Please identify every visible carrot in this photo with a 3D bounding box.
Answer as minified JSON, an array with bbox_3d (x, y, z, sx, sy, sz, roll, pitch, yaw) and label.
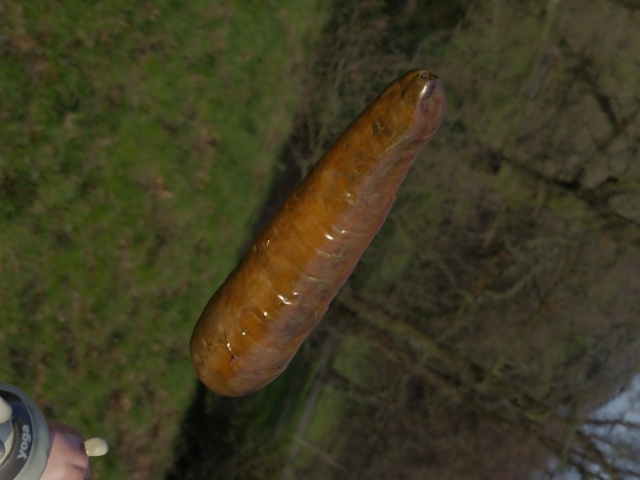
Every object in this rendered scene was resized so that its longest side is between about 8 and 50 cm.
[{"bbox_3d":[0.000,0.000,0.495,0.191,0.047,0.047,-52,176,37],"label":"carrot"}]

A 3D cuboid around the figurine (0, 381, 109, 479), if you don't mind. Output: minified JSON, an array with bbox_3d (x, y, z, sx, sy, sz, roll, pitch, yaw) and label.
[{"bbox_3d":[-0.152,0.093,0.584,0.098,0.081,0.146,-5,170,-40],"label":"figurine"}]
